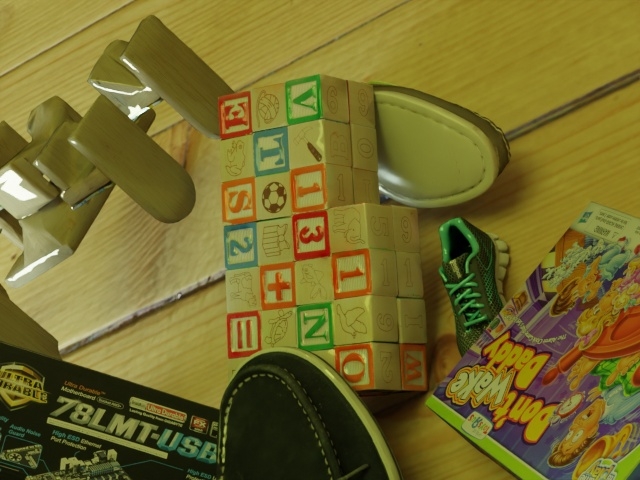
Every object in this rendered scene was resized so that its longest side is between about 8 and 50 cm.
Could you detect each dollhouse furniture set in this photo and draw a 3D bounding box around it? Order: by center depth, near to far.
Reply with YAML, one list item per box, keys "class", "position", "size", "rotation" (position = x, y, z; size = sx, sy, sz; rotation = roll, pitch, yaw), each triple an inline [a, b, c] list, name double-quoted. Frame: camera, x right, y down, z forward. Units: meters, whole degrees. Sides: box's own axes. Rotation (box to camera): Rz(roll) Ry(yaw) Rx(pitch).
- class: "dollhouse furniture set"
  position: [-0.259, 0.035, 1.971]
  size: [0.362, 0.256, 0.394]
  rotation: [-28, 27, 43]

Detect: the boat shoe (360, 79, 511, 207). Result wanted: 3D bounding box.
- class: "boat shoe"
  position: [0.065, -0.105, 1.882]
  size: [0.324, 0.117, 0.096]
  rotation: [7, 25, 44]

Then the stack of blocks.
- class: "stack of blocks"
  position: [0.000, 0.000, 1.780]
  size: [0.171, 0.087, 0.297]
  rotation: [-9, 80, 37]

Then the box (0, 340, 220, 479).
- class: "box"
  position: [-0.207, 0.265, 1.702]
  size: [0.073, 0.295, 0.293]
  rotation: [127, 158, -56]

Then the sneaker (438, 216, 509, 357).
- class: "sneaker"
  position: [0.135, 0.048, 1.727]
  size: [0.065, 0.076, 0.166]
  rotation: [-28, 45, 23]

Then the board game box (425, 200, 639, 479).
- class: "board game box"
  position: [0.237, 0.106, 1.500]
  size: [0.233, 0.078, 0.347]
  rotation: [-51, 19, -3]

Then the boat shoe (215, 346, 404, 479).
- class: "boat shoe"
  position: [-0.025, 0.297, 1.572]
  size: [0.187, 0.156, 0.500]
  rotation: [-30, 50, 31]
